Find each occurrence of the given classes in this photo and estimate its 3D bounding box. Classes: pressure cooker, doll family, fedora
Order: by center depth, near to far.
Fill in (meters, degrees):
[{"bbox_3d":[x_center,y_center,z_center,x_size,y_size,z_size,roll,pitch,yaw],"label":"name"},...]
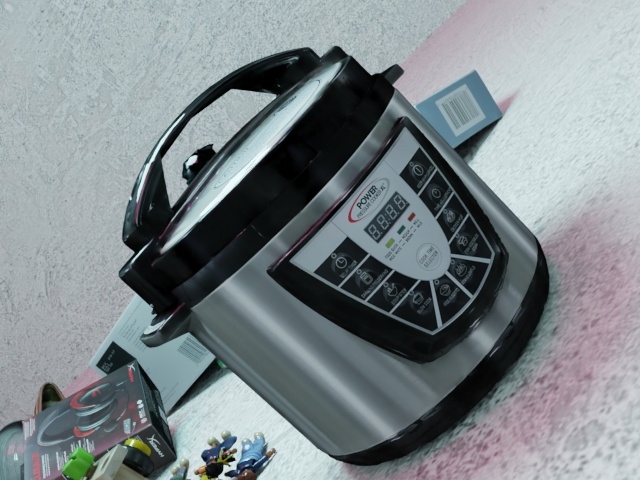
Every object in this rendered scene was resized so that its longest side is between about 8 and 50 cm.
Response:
[{"bbox_3d":[-0.003,0.002,0.937,0.375,0.420,0.370,-40,12,24],"label":"pressure cooker"},{"bbox_3d":[-0.153,0.340,1.189,0.193,0.076,0.111,-41,7,10],"label":"doll family"},{"bbox_3d":[-0.718,0.575,2.118,0.124,0.243,0.275,-16,-21,8],"label":"fedora"}]

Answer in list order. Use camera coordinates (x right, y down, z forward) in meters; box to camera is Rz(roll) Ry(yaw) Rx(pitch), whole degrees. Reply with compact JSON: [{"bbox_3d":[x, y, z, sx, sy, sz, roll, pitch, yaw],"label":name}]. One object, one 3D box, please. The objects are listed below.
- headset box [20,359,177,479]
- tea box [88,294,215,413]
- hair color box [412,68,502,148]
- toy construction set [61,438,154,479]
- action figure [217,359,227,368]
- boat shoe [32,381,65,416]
[{"bbox_3d":[-0.449,0.396,1.597,0.293,0.110,0.218,-28,33,-4],"label":"headset box"},{"bbox_3d":[-0.314,0.170,1.890,0.329,0.220,0.323,-48,7,39],"label":"tea box"},{"bbox_3d":[0.178,-0.201,1.695,0.185,0.113,0.374,-33,4,-30],"label":"hair color box"},{"bbox_3d":[-0.211,0.355,0.914,0.257,0.237,0.309,-50,12,-19],"label":"toy construction set"},{"bbox_3d":[-0.152,0.205,1.693,0.232,0.063,0.137,-45,10,42],"label":"action figure"},{"bbox_3d":[-0.640,0.480,2.003,0.342,0.123,0.123,-125,39,-50],"label":"boat shoe"}]
